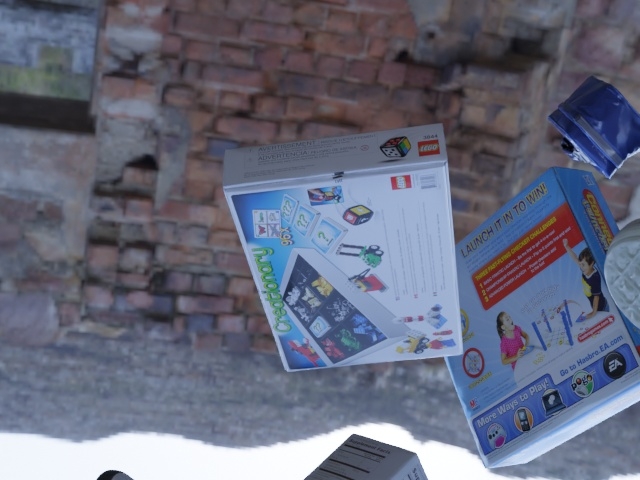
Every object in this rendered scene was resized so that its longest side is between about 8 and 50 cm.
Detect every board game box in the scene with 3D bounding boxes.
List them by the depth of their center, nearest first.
[{"bbox_3d":[0.033,0.021,0.985,0.192,0.305,0.053,-6,-129,6],"label":"board game box"},{"bbox_3d":[0.296,0.110,1.395,0.086,0.308,0.302,3,-122,-37],"label":"board game box"}]

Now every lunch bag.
[{"bbox_3d":[0.243,-0.099,0.909,0.067,0.065,0.098,45,-169,-10],"label":"lunch bag"}]

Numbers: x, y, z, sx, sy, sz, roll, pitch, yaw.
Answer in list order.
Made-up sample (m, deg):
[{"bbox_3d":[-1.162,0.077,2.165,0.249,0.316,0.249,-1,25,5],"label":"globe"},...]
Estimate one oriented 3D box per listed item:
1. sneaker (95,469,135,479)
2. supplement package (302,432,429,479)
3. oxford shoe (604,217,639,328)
[{"bbox_3d":[-0.125,0.341,1.058,0.145,0.270,0.090,-10,-155,24],"label":"sneaker"},{"bbox_3d":[0.028,0.386,1.325,0.244,0.139,0.133,-37,-156,-30],"label":"supplement package"},{"bbox_3d":[0.424,0.030,0.748,0.130,0.169,0.449,-34,-153,-30],"label":"oxford shoe"}]
